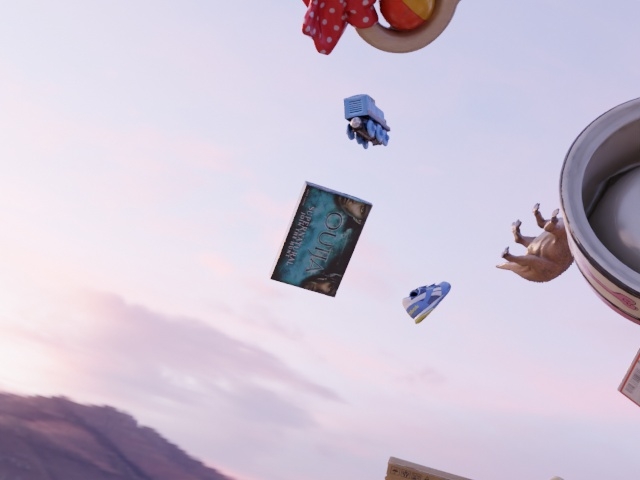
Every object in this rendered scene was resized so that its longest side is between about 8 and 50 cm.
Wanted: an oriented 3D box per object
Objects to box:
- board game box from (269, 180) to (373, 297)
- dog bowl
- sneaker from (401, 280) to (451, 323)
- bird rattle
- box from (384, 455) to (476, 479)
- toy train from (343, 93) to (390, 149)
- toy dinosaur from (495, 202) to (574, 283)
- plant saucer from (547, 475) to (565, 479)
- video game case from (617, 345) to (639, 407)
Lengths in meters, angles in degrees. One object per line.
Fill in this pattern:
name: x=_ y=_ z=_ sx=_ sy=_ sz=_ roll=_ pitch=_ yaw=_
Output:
board game box: x=0.000 y=0.000 z=1.685 sx=0.126 sy=0.186 sz=0.026 roll=17 pitch=19 yaw=-14
dog bowl: x=0.567 y=-0.031 z=1.481 sx=0.408 sy=0.408 sz=0.150 roll=10 pitch=-32 yaw=15
sneaker: x=0.216 y=0.112 z=1.954 sx=0.059 sy=0.144 sz=0.053 roll=42 pitch=-51 yaw=11
bird rattle: x=0.097 y=-0.349 z=1.362 sx=0.207 sy=0.253 sz=0.143 roll=35 pitch=8 yaw=-25
box: x=0.203 y=0.467 z=1.669 sx=0.201 sy=0.021 sz=0.164 roll=13 pitch=-61 yaw=12
toy train: x=0.116 y=-0.289 z=2.364 sx=0.080 sy=0.105 sz=0.184 roll=-6 pitch=-10 yaw=23
toy dinosaur: x=0.530 y=0.026 z=2.156 sx=0.200 sy=0.127 sz=0.295 roll=39 pitch=-59 yaw=-12
plant saucer: x=0.418 y=0.624 z=1.701 sx=0.081 sy=0.333 sz=0.333 roll=20 pitch=5 yaw=-26
video game case: x=0.766 y=0.311 z=1.979 sx=0.025 sy=0.204 sz=0.285 roll=-6 pitch=35 yaw=-42
